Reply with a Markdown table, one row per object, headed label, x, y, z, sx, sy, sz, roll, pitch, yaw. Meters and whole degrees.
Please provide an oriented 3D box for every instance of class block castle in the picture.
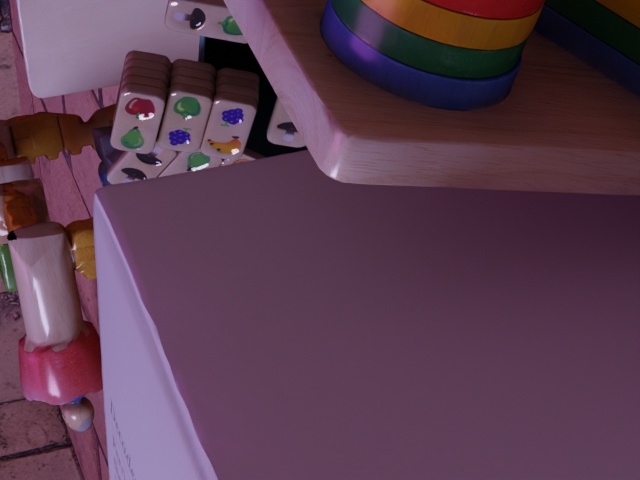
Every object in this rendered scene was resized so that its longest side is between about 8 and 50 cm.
| label | x | y | z | sx | sy | sz | roll | pitch | yaw |
| --- | --- | --- | --- | --- | --- | --- | --- | --- | --- |
| block castle | -0.191 | 0.006 | 1.775 | 0.453 | 0.303 | 0.213 | -135 | 34 | -64 |

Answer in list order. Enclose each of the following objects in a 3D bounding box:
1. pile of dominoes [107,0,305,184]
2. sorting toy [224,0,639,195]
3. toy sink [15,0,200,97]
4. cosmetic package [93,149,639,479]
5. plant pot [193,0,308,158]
| label | x | y | z | sx | sy | sz | roll | pitch | yaw |
| --- | --- | --- | --- | --- | --- | --- | --- | --- | --- |
| pile of dominoes | -0.012 | -0.066 | 1.153 | 0.196 | 0.251 | 0.040 | 112 | 165 | -50 |
| sorting toy | 0.087 | -0.134 | 0.825 | 0.255 | 0.257 | 0.089 | 62 | 141 | 44 |
| toy sink | -0.191 | -0.250 | 1.706 | 0.131 | 0.234 | 0.153 | -125 | 27 | -53 |
| cosmetic package | 0.085 | 0.187 | 0.902 | 0.327 | 0.329 | 0.393 | -119 | 24 | -46 |
| plant pot | -0.005 | -0.192 | 1.222 | 0.165 | 0.165 | 0.234 | 99 | 170 | -53 |
